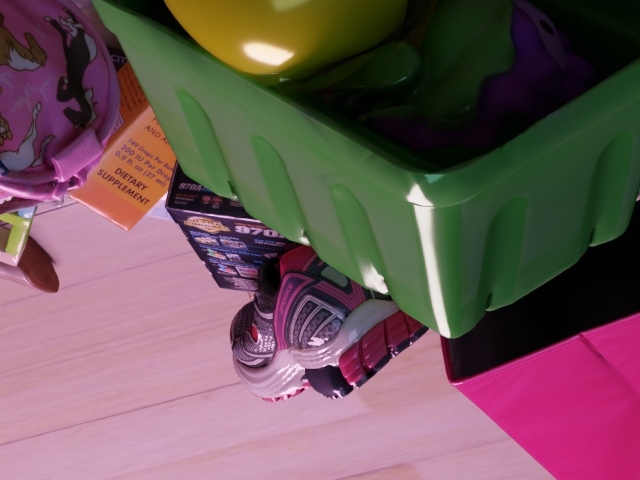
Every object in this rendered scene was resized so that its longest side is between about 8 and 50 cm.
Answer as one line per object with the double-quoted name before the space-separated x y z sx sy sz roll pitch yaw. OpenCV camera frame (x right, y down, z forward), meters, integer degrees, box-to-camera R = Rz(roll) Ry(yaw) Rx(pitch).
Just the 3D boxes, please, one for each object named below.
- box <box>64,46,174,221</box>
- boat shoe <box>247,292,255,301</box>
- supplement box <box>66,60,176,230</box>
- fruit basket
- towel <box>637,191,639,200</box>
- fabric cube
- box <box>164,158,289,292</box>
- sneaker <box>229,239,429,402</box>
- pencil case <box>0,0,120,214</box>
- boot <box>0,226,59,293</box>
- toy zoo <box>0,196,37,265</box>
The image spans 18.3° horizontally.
"box" -0.122 -0.082 1.762 0.233 0.044 0.159 12 139 -16
"boat shoe" -0.060 0.025 1.906 0.056 0.048 0.153 -33 139 17
"supplement box" -0.116 -0.121 1.634 0.078 0.080 0.233 33 108 -35
"fruit basket" 0.021 -0.163 1.252 0.283 0.392 0.392 -30 152 -29
"towel" 0.318 -0.158 1.461 0.320 0.374 0.090 -28 99 32
"fabric cube" 0.272 0.044 1.765 0.259 0.254 0.258 -23 138 24
"box" 0.000 0.000 1.645 0.220 0.051 0.175 7 158 17
"sneaker" -0.009 0.051 1.580 0.112 0.121 0.299 55 161 -6
"pencil case" -0.322 -0.088 1.524 0.160 0.167 0.386 19 162 -39
"boot" -0.315 0.021 1.896 0.087 0.042 0.118 -13 139 24
"toy zoo" -0.319 -0.107 1.701 0.192 0.030 0.293 20 138 -3
